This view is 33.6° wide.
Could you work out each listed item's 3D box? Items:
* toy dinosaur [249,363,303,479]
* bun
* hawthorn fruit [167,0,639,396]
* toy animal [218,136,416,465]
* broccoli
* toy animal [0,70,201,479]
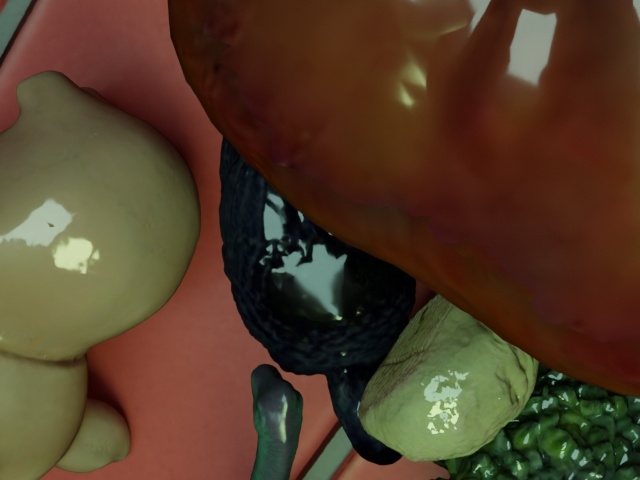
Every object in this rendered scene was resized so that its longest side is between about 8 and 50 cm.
[{"bbox_3d":[-0.013,0.313,0.672,0.383,0.129,0.331,65,148,27],"label":"toy dinosaur"},{"bbox_3d":[0.074,0.076,0.579,0.069,0.115,0.115,39,105,-2],"label":"bun"},{"bbox_3d":[0.172,-0.162,0.498,0.472,0.472,0.471,2,99,14],"label":"hawthorn fruit"},{"bbox_3d":[0.000,0.000,0.688,0.122,0.185,0.298,-10,112,8],"label":"toy animal"},{"bbox_3d":[0.149,0.201,0.667,0.288,0.245,0.248,-12,61,-12],"label":"broccoli"},{"bbox_3d":[-0.225,0.045,0.757,0.326,0.237,0.269,-26,80,14],"label":"toy animal"}]
